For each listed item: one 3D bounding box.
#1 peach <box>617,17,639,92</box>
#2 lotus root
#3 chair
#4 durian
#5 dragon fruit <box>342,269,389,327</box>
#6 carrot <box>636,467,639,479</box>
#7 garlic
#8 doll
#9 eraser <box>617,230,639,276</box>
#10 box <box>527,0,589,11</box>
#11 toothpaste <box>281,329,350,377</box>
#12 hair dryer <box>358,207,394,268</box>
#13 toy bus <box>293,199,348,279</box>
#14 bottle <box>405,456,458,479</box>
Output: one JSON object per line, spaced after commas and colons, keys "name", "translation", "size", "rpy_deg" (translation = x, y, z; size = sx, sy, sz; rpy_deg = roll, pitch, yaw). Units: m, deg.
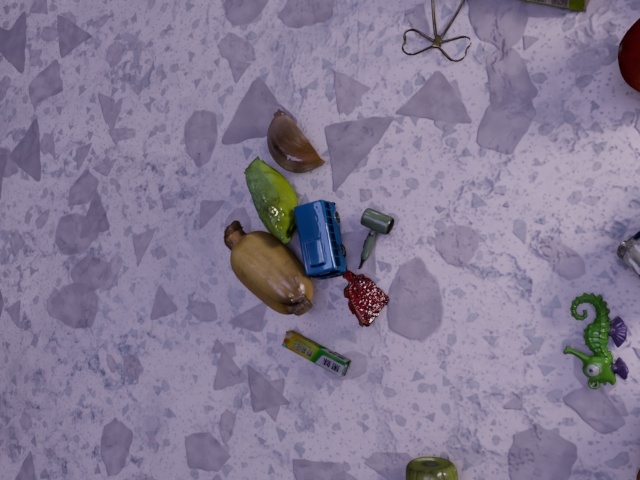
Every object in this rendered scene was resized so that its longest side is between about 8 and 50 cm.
{"name": "peach", "translation": [0.649, -0.353, 0.965], "size": [0.197, 0.197, 0.197], "rpy_deg": [-2, 85, 25]}
{"name": "lotus root", "translation": [-0.127, 0.074, 1.320], "size": [0.146, 0.131, 0.303], "rpy_deg": [-44, 68, -8]}
{"name": "chair", "translation": [0.288, -0.588, 1.164], "size": [0.160, 0.170, 0.325], "rpy_deg": [14, 88, 12]}
{"name": "durian", "translation": [-0.122, -0.096, 1.326], "size": [0.101, 0.139, 0.250], "rpy_deg": [-31, 73, 26]}
{"name": "dragon fruit", "translation": [0.089, 0.141, 1.262], "size": [0.131, 0.063, 0.097], "rpy_deg": [45, 65, 10]}
{"name": "carrot", "translation": [0.683, 0.349, 0.893], "size": [0.193, 0.214, 0.331], "rpy_deg": [21, 98, 7]}
{"name": "garlic", "translation": [-0.080, -0.239, 1.351], "size": [0.101, 0.087, 0.195], "rpy_deg": [-39, 68, 3]}
{"name": "doll", "translation": [0.545, 0.199, 1.045], "size": [0.115, 0.050, 0.190], "rpy_deg": [0, 84, 18]}
{"name": "eraser", "translation": [0.722, -0.034, 0.953], "size": [0.332, 0.101, 0.155], "rpy_deg": [-44, 69, 14]}
{"name": "box", "translation": [0.522, -0.636, 1.111], "size": [0.175, 0.062, 0.260], "rpy_deg": [24, 95, 24]}
{"name": "toothpaste", "translation": [-0.012, 0.278, 1.303], "size": [0.178, 0.037, 0.043], "rpy_deg": [23, 95, 25]}
{"name": "hair dryer", "translation": [0.118, 0.003, 1.262], "size": [0.071, 0.047, 0.150], "rpy_deg": [25, 103, 23]}
{"name": "toy bus", "translation": [0.000, 0.000, 1.280], "size": [0.090, 0.106, 0.184], "rpy_deg": [-14, 80, 21]}
{"name": "bottle", "translation": [0.243, 0.607, 1.118], "size": [0.112, 0.112, 0.260], "rpy_deg": [-5, 84, 24]}
